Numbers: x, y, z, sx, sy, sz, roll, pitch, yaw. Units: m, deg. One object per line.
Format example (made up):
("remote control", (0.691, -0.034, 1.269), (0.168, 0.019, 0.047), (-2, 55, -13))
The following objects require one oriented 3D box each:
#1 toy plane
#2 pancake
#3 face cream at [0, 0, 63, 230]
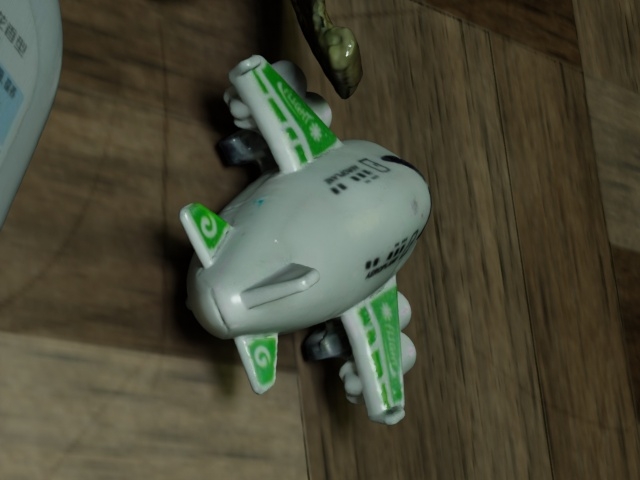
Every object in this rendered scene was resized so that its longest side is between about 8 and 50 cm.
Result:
("toy plane", (-0.002, 0.001, 0.862), (0.174, 0.080, 0.174), (32, 49, -47))
("pancake", (-0.019, -0.158, 0.876), (0.184, 0.020, 0.190), (-111, -178, -61))
("face cream", (-0.159, -0.073, 0.666), (0.163, 0.080, 0.336), (46, 42, -33))
